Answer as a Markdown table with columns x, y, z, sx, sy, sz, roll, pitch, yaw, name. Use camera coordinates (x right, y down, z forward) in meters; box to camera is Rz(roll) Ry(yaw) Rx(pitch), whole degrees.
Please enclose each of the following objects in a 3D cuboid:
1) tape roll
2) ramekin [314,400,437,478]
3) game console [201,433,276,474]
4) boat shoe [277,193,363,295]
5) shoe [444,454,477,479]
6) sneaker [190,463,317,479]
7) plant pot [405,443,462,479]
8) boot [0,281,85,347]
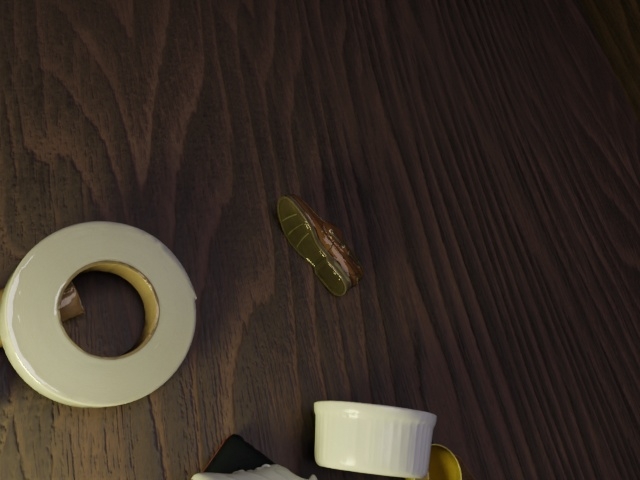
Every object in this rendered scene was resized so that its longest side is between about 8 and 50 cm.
| x | y | z | sx | sy | sz | roll | pitch | yaw | name |
| --- | --- | --- | --- | --- | --- | --- | --- | --- | --- |
| -0.449 | 0.150 | 1.164 | 0.392 | 0.072 | 0.392 | 15 | 64 | -34 | tape roll |
| 0.115 | 0.443 | 1.233 | 0.277 | 0.277 | 0.135 | 15 | 68 | -19 | ramekin |
| -0.119 | 0.631 | 1.107 | 0.386 | 0.060 | 0.342 | 39 | 47 | 1 | game console |
| 0.000 | 0.000 | 1.495 | 0.104 | 0.111 | 0.307 | -35 | 94 | -38 | boat shoe |
| 0.370 | 0.637 | 1.391 | 0.219 | 0.058 | 0.076 | 57 | 37 | 4 | shoe |
| -0.125 | 0.516 | 1.120 | 0.297 | 0.111 | 0.129 | 22 | 23 | -18 | sneaker |
| 0.258 | 0.568 | 1.340 | 0.134 | 0.095 | 0.134 | 11 | 62 | -21 | plant pot |
| -0.608 | 0.190 | 1.115 | 0.269 | 0.089 | 0.236 | -27 | 84 | -36 | boot |
